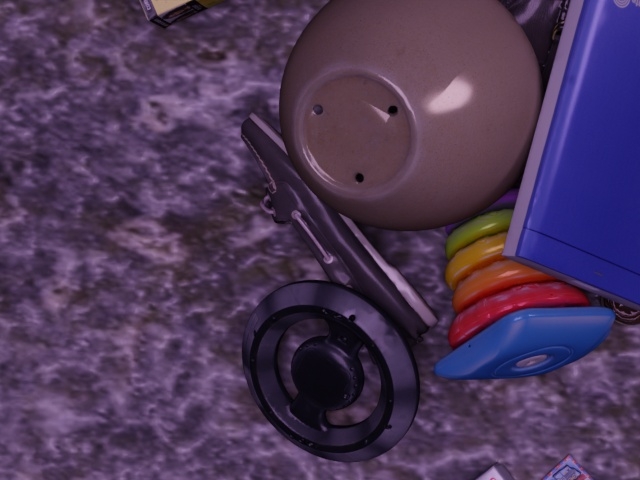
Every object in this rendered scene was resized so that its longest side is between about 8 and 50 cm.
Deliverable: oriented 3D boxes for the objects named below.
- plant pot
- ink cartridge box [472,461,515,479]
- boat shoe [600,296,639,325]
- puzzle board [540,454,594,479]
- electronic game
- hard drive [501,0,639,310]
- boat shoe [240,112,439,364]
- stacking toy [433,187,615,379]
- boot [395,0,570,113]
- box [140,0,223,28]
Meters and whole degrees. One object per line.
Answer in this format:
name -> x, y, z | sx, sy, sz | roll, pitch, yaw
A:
plant pot -> 0.069, -0.130, 1.321 | 0.284, 0.191, 0.284 | 7, 108, 22
ink cartridge box -> 0.186, 0.330, 1.497 | 0.122, 0.052, 0.088 | -40, 77, 8
boat shoe -> 0.407, -0.014, 1.450 | 0.095, 0.095, 0.257 | 35, 95, 7
puzzle board -> 0.281, 0.331, 1.511 | 0.128, 0.011, 0.096 | -45, 84, 6
electronic game -> 0.009, 0.154, 1.494 | 0.229, 0.048, 0.229 | 11, 114, 25
hard drive -> 0.321, -0.104, 1.369 | 0.210, 0.040, 0.318 | 21, 81, -30
boat shoe -> 0.000, 0.000, 1.501 | 0.095, 0.112, 0.335 | -41, 88, 2
stacking toy -> 0.198, 0.002, 1.466 | 0.166, 0.175, 0.302 | 1, 62, -33
boot -> 0.217, -0.190, 1.442 | 0.229, 0.091, 0.263 | 20, 113, -6
box -> -0.103, -0.328, 1.529 | 0.232, 0.087, 0.058 | -23, 89, 6
